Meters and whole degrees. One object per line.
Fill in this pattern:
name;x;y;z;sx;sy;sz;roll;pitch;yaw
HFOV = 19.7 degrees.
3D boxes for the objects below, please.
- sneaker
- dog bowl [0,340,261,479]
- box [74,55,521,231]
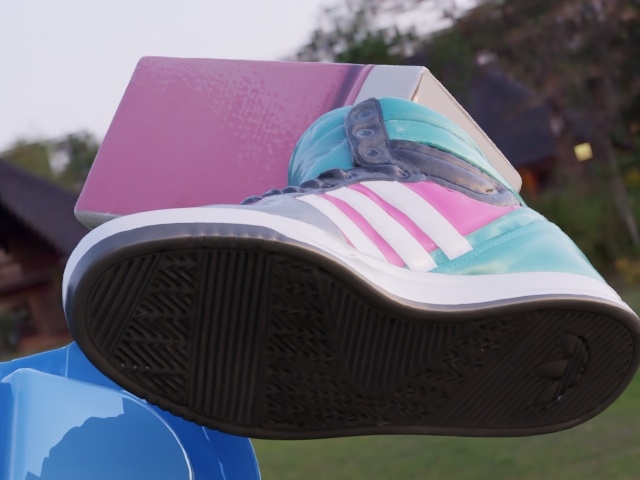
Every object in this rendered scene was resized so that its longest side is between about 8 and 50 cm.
sneaker;0.000;0.000;0.904;0.295;0.124;0.178;9;28;-29
dog bowl;-0.176;0.113;0.896;0.297;0.166;0.074;16;-39;-25
box;-0.014;-0.028;1.185;0.232;0.127;0.148;6;-24;36
